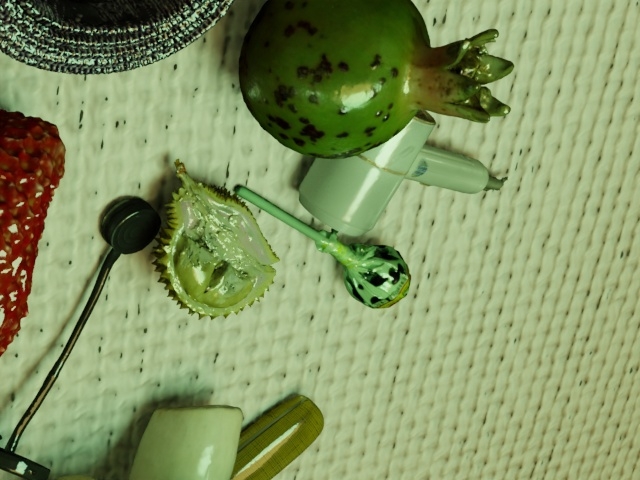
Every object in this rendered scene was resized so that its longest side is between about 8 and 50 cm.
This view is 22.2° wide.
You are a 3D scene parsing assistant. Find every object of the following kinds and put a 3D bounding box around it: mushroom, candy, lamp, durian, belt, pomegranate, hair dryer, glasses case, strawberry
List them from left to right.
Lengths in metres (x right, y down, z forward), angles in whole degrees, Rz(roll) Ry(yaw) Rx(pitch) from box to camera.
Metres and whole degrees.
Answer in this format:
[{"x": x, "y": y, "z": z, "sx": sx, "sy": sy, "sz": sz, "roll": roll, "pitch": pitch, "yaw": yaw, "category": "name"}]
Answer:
[{"x": -0.395, "y": 0.004, "z": 1.636, "sx": 0.351, "sy": 0.267, "sz": 0.312, "roll": -53, "pitch": 175, "yaw": -37, "category": "strawberry"}, {"x": -0.276, "y": 0.133, "z": 1.899, "sx": 0.371, "sy": 0.108, "sz": 0.130, "roll": -51, "pitch": 141, "yaw": 4, "category": "lamp"}, {"x": -0.219, "y": -0.292, "z": 1.617, "sx": 0.325, "sy": 0.122, "sz": 0.260, "roll": -1, "pitch": 126, "yaw": -36, "category": "belt"}, {"x": -0.211, "y": 0.385, "z": 1.999, "sx": 0.325, "sy": 0.353, "sz": 0.353, "roll": -9, "pitch": 126, "yaw": -29, "category": "mushroom"}, {"x": -0.144, "y": -0.002, "z": 1.913, "sx": 0.146, "sy": 0.102, "sz": 0.208, "roll": -38, "pitch": 123, "yaw": -29, "category": "durian"}, {"x": -0.094, "y": 0.298, "z": 2.199, "sx": 0.234, "sy": 0.064, "sz": 0.079, "roll": -39, "pitch": 143, "yaw": -9, "category": "glasses case"}, {"x": 0.000, "y": 0.000, "z": 2.058, "sx": 0.305, "sy": 0.091, "sz": 0.083, "roll": 32, "pitch": 87, "yaw": -36, "category": "candy"}, {"x": 0.043, "y": -0.191, "z": 1.780, "sx": 0.231, "sy": 0.286, "sz": 0.231, "roll": -10, "pitch": 105, "yaw": -41, "category": "pomegranate"}, {"x": 0.134, "y": -0.083, "z": 2.079, "sx": 0.357, "sy": 0.107, "sz": 0.173, "roll": 11, "pitch": 116, "yaw": -49, "category": "hair dryer"}]
